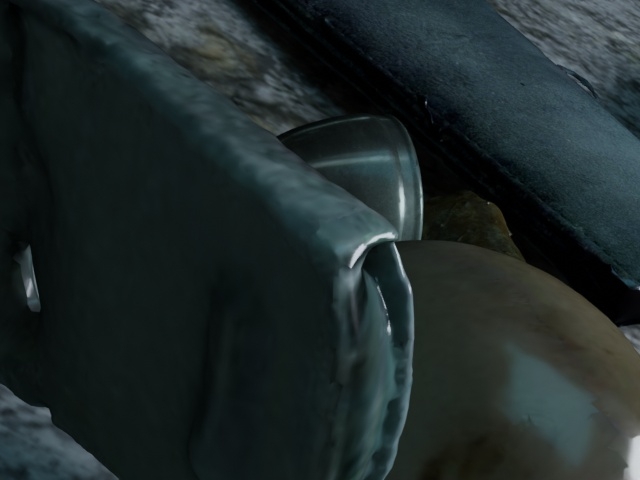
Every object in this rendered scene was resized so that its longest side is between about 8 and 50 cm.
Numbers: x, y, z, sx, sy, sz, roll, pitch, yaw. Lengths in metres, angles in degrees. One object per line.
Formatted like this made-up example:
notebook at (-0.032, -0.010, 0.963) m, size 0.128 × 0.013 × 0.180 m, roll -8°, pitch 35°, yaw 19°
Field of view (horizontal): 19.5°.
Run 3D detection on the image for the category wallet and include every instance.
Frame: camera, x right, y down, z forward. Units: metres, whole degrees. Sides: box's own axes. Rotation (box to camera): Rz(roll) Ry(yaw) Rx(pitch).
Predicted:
wallet at (0.109, -0.080, 1.147) m, size 0.191 × 0.046 × 0.379 m, roll -6°, pitch 43°, yaw -48°

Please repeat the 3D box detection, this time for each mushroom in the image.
mushroom at (0.044, 0.107, 0.711) m, size 0.204 × 0.204 × 0.204 m, roll 22°, pitch 31°, yaw -14°

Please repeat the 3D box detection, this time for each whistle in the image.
whistle at (-0.152, -0.027, 0.651) m, size 0.405 × 0.168 × 0.188 m, roll 17°, pitch 31°, yaw 7°

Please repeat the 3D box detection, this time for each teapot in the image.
teapot at (0.001, -0.008, 0.918) m, size 0.091 × 0.092 × 0.124 m, roll -2°, pitch 33°, yaw -18°

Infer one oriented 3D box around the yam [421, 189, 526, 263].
yam at (0.097, 0.068, 0.917) m, size 0.061 × 0.061 × 0.253 m, roll 16°, pitch 32°, yaw -24°
